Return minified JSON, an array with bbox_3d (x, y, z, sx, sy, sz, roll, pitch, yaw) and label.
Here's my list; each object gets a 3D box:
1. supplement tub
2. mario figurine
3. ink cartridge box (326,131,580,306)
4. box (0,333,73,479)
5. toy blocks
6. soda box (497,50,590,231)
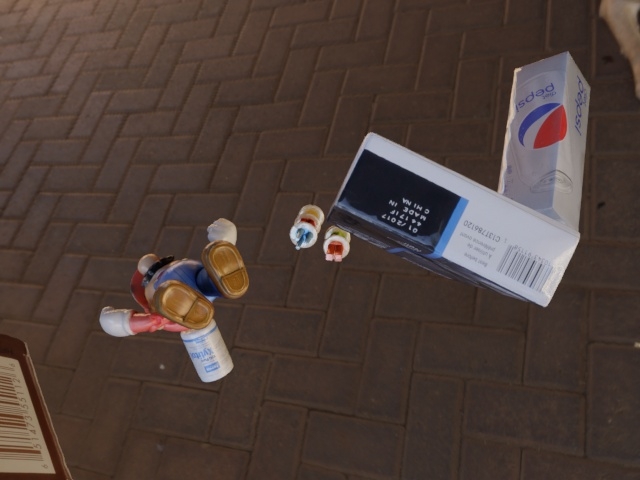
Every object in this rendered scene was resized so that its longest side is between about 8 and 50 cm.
[{"bbox_3d":[-0.219,0.210,1.099,0.071,0.107,0.071,-20,14,5],"label":"supplement tub"},{"bbox_3d":[-0.234,0.060,0.877,0.198,0.321,0.169,-3,84,-27],"label":"mario figurine"},{"bbox_3d":[0.092,-0.014,0.544,0.166,0.333,0.065,25,91,1],"label":"ink cartridge box"},{"bbox_3d":[-0.408,0.264,0.484,0.381,0.143,0.191,-41,57,4],"label":"box"},{"bbox_3d":[0.000,0.000,1.090,0.054,0.123,0.148,-49,9,22],"label":"toy blocks"},{"bbox_3d":[0.348,-0.144,0.881,0.091,0.098,0.286,-8,57,44],"label":"soda box"}]
